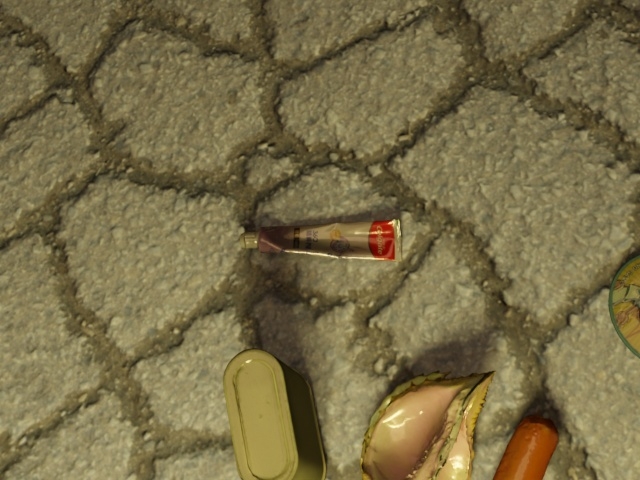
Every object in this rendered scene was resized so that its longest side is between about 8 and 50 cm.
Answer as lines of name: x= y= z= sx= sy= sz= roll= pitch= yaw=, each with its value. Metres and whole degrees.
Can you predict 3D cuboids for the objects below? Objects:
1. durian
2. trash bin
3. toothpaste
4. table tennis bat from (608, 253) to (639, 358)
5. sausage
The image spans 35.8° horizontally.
durian: x=0.160 y=0.339 z=1.656 sx=0.195 sy=0.185 sz=0.305 roll=12 pitch=71 yaw=33
trash bin: x=-0.076 y=0.310 z=1.649 sx=0.121 sy=0.247 sz=0.243 roll=-13 pitch=71 yaw=4
toothpaste: x=0.000 y=0.000 z=1.834 sx=0.300 sy=0.048 sz=0.075 roll=0 pitch=70 yaw=8
table tennis bat: x=0.648 y=0.143 z=1.680 sx=0.329 sy=0.044 sz=0.215 roll=34 pitch=81 yaw=19
sausage: x=0.334 y=0.382 z=1.645 sx=0.076 sy=0.076 sz=0.198 roll=22 pitch=77 yaw=16
